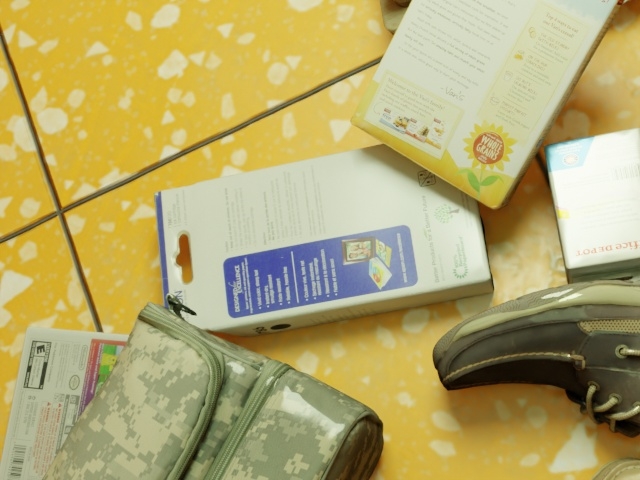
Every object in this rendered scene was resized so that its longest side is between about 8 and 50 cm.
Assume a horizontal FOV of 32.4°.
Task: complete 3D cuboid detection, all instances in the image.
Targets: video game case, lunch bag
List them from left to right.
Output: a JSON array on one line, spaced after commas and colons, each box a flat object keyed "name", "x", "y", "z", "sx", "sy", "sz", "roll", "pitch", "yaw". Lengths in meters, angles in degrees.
[{"name": "video game case", "x": -0.239, "y": 0.196, "z": 1.149, "sx": 0.183, "sy": 0.023, "sz": 0.201, "roll": 3, "pitch": 74, "yaw": 14}, {"name": "lunch bag", "x": -0.120, "y": 0.232, "z": 1.005, "sx": 0.256, "sy": 0.212, "sz": 0.305, "roll": 27, "pitch": 83, "yaw": 17}]

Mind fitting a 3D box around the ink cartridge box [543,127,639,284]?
[{"name": "ink cartridge box", "x": 0.272, "y": -0.019, "z": 1.054, "sx": 0.092, "sy": 0.090, "sz": 0.143, "roll": -9, "pitch": 73, "yaw": 11}]

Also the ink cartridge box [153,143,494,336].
[{"name": "ink cartridge box", "x": 0.000, "y": 0.000, "z": 1.128, "sx": 0.332, "sy": 0.065, "sz": 0.165, "roll": -10, "pitch": 72, "yaw": 9}]

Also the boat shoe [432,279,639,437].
[{"name": "boat shoe", "x": 0.279, "y": 0.107, "z": 0.994, "sx": 0.355, "sy": 0.132, "sz": 0.130, "roll": -11, "pitch": 72, "yaw": 11}]

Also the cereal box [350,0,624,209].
[{"name": "cereal box", "x": 0.156, "y": -0.173, "z": 1.034, "sx": 0.173, "sy": 0.047, "sz": 0.240, "roll": 34, "pitch": 108, "yaw": 16}]

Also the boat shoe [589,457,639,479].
[{"name": "boat shoe", "x": 0.236, "y": 0.322, "z": 0.910, "sx": 0.121, "sy": 0.110, "sz": 0.341, "roll": 13, "pitch": 56, "yaw": 19}]

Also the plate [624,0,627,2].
[{"name": "plate", "x": 0.283, "y": -0.320, "z": 1.151, "sx": 0.188, "sy": 0.024, "sz": 0.188, "roll": -8, "pitch": 76, "yaw": 34}]

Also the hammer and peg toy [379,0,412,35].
[{"name": "hammer and peg toy", "x": 0.208, "y": -0.372, "z": 1.106, "sx": 0.361, "sy": 0.127, "sz": 0.266, "roll": -16, "pitch": 70, "yaw": 26}]
